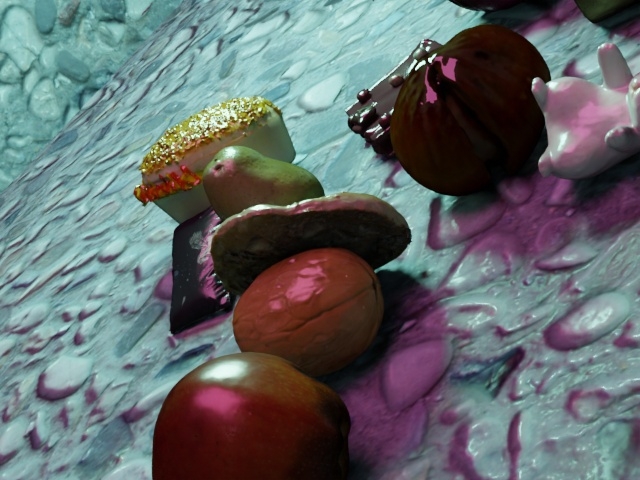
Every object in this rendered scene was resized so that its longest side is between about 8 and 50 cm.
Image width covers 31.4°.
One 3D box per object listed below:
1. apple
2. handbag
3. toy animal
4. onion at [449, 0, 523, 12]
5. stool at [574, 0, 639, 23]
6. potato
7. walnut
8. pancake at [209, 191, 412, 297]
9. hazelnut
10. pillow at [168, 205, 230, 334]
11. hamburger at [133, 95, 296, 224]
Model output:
[{"bbox_3d":[-0.068,0.236,1.255,0.230,0.230,0.230,-30,27,17],"label":"apple"},{"bbox_3d":[0.146,-0.240,1.905,0.216,0.074,0.203,-38,25,2],"label":"handbag"},{"bbox_3d":[0.388,-0.164,1.378,0.282,0.138,0.141,-20,62,42],"label":"toy animal"},{"bbox_3d":[0.321,-0.554,1.947,0.336,0.282,0.260,-39,22,-1],"label":"onion"},{"bbox_3d":[0.488,-0.460,1.694,0.264,0.179,0.179,-25,29,26],"label":"stool"},{"bbox_3d":[-0.093,-0.074,1.810,0.157,0.194,0.157,-42,25,24],"label":"potato"},{"bbox_3d":[-0.012,0.095,1.463,0.197,0.165,0.165,-19,30,19],"label":"walnut"},{"bbox_3d":[-0.015,0.014,1.527,0.282,0.282,0.049,-23,59,29],"label":"pancake"},{"bbox_3d":[0.205,-0.188,1.590,0.251,0.217,0.217,-42,26,-6],"label":"hazelnut"},{"bbox_3d":[-0.196,0.039,1.865,0.141,0.055,0.208,-29,50,33],"label":"pillow"},{"bbox_3d":[-0.186,-0.147,2.018,0.294,0.179,0.276,-39,12,-25],"label":"hamburger"}]
